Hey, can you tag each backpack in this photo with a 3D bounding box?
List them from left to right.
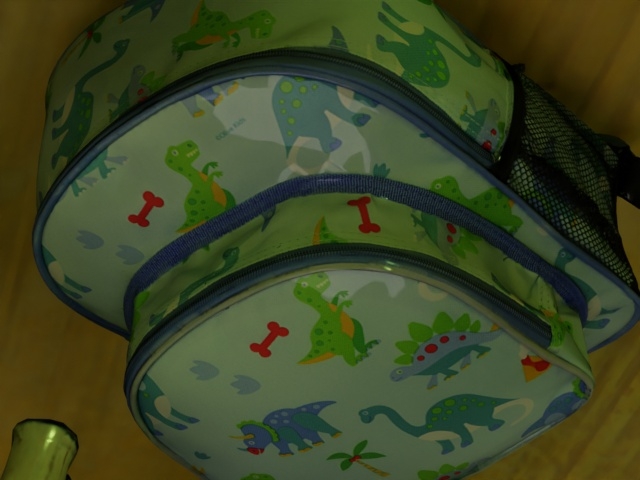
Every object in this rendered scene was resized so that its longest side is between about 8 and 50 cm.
[{"bbox_3d":[0.000,0.000,0.360,0.105,0.084,0.114,-32,126,29],"label":"backpack"}]

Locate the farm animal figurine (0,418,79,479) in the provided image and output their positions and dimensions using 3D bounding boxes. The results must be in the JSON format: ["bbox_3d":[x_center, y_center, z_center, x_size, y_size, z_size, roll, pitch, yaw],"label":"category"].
[{"bbox_3d":[-0.007,0.188,0.431,0.330,0.172,0.327,21,156,-10],"label":"farm animal figurine"}]
